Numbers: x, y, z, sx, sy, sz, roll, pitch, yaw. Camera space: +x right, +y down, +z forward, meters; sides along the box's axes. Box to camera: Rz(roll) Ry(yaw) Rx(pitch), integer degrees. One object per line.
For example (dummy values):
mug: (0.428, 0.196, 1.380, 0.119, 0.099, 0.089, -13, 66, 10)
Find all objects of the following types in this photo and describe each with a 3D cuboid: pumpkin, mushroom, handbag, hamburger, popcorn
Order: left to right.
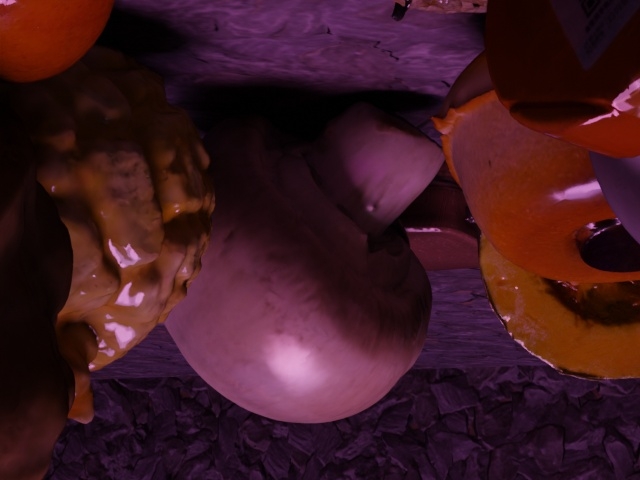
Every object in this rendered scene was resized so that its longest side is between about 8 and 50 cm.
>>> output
popcorn: (-0.195, -0.018, 1.016, 0.224, 0.270, 0.258, 8, 124, -49)
mushroom: (0.000, 0.000, 1.166, 0.234, 0.260, 0.254, -41, 143, 17)
handbag: (0.087, -0.022, 1.384, 0.151, 0.072, 0.193, -3, 167, 27)
pumpkin: (0.205, -0.019, 1.124, 0.217, 0.217, 0.110, 4, -157, -14)
hamburger: (0.177, -0.064, 0.935, 0.237, 0.147, 0.237, -5, 159, -2)

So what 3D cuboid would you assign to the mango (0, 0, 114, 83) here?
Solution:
mango: (-0.162, -0.131, 0.730, 0.141, 0.102, 0.217, 8, 167, -8)

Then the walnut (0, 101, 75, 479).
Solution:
walnut: (-0.253, 0.031, 0.770, 0.253, 0.282, 0.277, -7, -152, 2)

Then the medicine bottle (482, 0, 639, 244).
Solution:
medicine bottle: (0.197, -0.047, 0.527, 0.289, 0.157, 0.157, 15, 164, -29)

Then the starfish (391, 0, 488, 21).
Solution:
starfish: (0.064, -0.144, 0.774, 0.138, 0.050, 0.247, -9, 169, 38)
